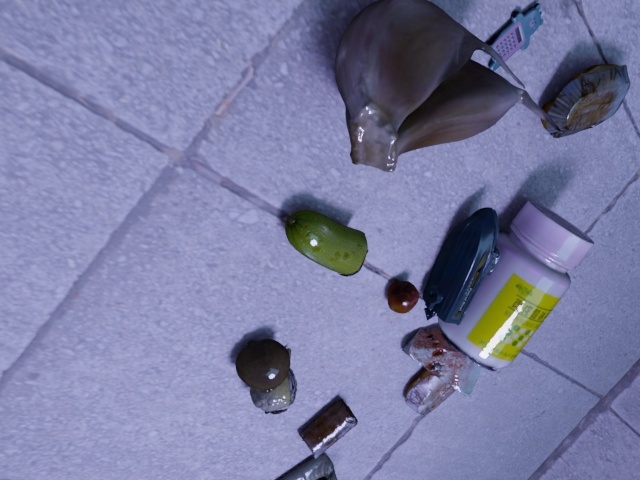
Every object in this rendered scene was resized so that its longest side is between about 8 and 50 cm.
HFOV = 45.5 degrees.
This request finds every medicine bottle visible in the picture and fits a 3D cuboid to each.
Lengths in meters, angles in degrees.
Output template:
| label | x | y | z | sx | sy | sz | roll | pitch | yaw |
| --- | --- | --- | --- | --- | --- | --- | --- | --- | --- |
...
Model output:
| label | x | y | z | sx | sy | sz | roll | pitch | yaw |
| --- | --- | --- | --- | --- | --- | --- | --- | --- | --- |
| medicine bottle | 0.463 | 0.107 | 1.828 | 0.213 | 0.213 | 0.378 | 12 | 115 | -49 |

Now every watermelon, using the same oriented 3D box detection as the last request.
| label | x | y | z | sx | sy | sz | roll | pitch | yaw |
| --- | --- | --- | --- | --- | --- | --- | --- | --- | --- |
| watermelon | 0.308 | 0.290 | 1.930 | 0.241 | 0.094 | 0.154 | 20 | 95 | -27 |

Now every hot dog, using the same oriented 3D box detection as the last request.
| label | x | y | z | sx | sy | sz | roll | pitch | yaw |
| --- | --- | --- | --- | --- | --- | --- | --- | --- | --- |
| hot dog | 0.578 | -0.309 | 1.655 | 0.270 | 0.082 | 0.162 | -19 | 143 | -40 |
| hot dog | 0.339 | 0.362 | 2.069 | 0.268 | 0.075 | 0.144 | -36 | 138 | -6 |

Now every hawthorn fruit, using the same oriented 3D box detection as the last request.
| label | x | y | z | sx | sy | sz | roll | pitch | yaw |
| --- | --- | --- | --- | --- | --- | --- | --- | --- | --- |
| hawthorn fruit | 0.182 | 0.127 | 1.701 | 0.077 | 0.077 | 0.077 | -25 | 139 | -24 |

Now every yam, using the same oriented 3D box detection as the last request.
| label | x | y | z | sx | sy | sz | roll | pitch | yaw |
| --- | --- | --- | --- | --- | --- | --- | --- | --- | --- |
| yam | 0.021 | 0.454 | 1.851 | 0.141 | 0.079 | 0.079 | -38 | 143 | -7 |

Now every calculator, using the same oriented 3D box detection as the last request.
| label | x | y | z | sx | sy | sz | roll | pitch | yaw |
| --- | --- | --- | --- | --- | --- | --- | --- | --- | --- |
| calculator | 0.363 | -0.382 | 1.429 | 0.141 | 0.019 | 0.094 | -42 | 141 | -3 |

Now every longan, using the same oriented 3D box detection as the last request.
| label | x | y | z | sx | sy | sz | roll | pitch | yaw |
| --- | --- | --- | --- | --- | --- | --- | --- | --- | --- |
| longan | -0.114 | 0.243 | 1.512 | 0.113 | 0.092 | 0.113 | -4 | 107 | -12 |

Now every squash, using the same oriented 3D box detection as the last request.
| label | x | y | z | sx | sy | sz | roll | pitch | yaw |
| --- | --- | --- | --- | --- | --- | --- | --- | --- | --- |
| squash | 0.000 | 0.000 | 1.395 | 0.188 | 0.095 | 0.095 | 24 | 107 | -48 |

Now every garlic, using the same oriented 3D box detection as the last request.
| label | x | y | z | sx | sy | sz | roll | pitch | yaw |
| --- | --- | --- | --- | --- | --- | --- | --- | --- | --- |
| garlic | 0.176 | -0.265 | 1.188 | 0.340 | 0.246 | 0.231 | -12 | 123 | -15 |

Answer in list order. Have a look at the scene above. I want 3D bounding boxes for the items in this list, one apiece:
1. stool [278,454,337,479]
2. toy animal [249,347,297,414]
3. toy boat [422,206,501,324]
| label | x | y | z | sx | sy | sz | roll | pitch | yaw |
| --- | --- | --- | --- | --- | --- | --- | --- | --- | --- |
| stool | -0.031 | 0.762 | 1.972 | 0.310 | 0.226 | 0.310 | -33 | 140 | -16 |
| toy animal | -0.086 | 0.300 | 1.598 | 0.137 | 0.098 | 0.098 | -56 | 148 | -22 |
| toy boat | 0.331 | 0.051 | 1.730 | 0.122 | 0.114 | 0.296 | -2 | 126 | -34 |
